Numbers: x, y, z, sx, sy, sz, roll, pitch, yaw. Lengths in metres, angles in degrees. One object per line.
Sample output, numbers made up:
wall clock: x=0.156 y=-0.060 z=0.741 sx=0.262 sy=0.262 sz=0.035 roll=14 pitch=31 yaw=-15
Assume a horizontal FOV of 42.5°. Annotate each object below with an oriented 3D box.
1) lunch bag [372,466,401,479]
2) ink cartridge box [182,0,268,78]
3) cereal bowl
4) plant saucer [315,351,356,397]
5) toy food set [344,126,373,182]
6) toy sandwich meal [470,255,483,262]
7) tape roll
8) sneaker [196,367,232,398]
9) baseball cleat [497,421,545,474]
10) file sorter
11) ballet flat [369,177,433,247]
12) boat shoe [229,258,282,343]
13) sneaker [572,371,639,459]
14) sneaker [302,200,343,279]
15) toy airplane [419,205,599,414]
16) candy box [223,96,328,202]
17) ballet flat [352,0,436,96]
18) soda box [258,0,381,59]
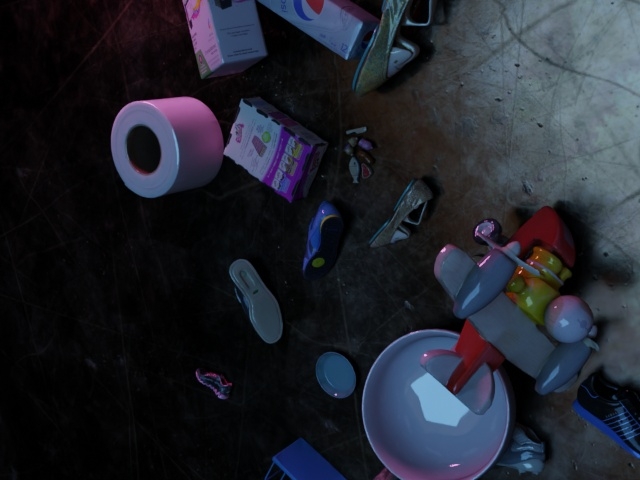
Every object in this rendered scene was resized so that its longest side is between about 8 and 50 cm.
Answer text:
lunch bag: x=0.187 y=0.624 z=1.845 sx=0.212 sy=0.305 sz=0.256 roll=2 pitch=107 yaw=33
ink cartridge box: x=-0.233 y=-0.534 z=1.904 sx=0.201 sy=0.117 sz=0.278 roll=0 pitch=104 yaw=68
cereal bowl: x=0.267 y=0.360 z=1.787 sx=0.339 sy=0.141 sz=0.339 roll=-4 pitch=83 yaw=29
plant saucer: x=0.043 y=0.330 z=2.041 sx=0.119 sy=0.021 sz=0.119 roll=10 pitch=107 yaw=34
toy food set: x=0.089 y=-0.193 z=1.872 sx=0.078 sy=0.019 sz=0.122 roll=-8 pitch=97 yaw=37
toy sandwich meal: x=0.337 y=0.075 z=1.760 sx=0.085 sy=0.029 sz=0.086 roll=1 pitch=91 yaw=37
tape roll: x=-0.393 y=-0.242 z=2.114 sx=0.246 sy=0.169 sz=0.246 roll=9 pitch=107 yaw=33
sneaker: x=-0.292 y=0.385 z=2.287 sx=0.119 sy=0.047 sz=0.057 roll=35 pitch=113 yaw=15
baseball cleat: x=0.395 y=0.445 z=1.801 sx=0.206 sy=0.072 sz=0.109 roll=3 pitch=88 yaw=33
file sorter: x=-0.041 y=0.620 z=2.120 sx=0.170 sy=0.118 sz=0.104 roll=38 pitch=125 yaw=22
ballet flat: x=0.181 y=-0.044 z=1.818 sx=0.067 sy=0.073 sz=0.206 roll=37 pitch=125 yaw=6
boat shoe: x=-0.165 y=0.154 z=2.126 sx=0.233 sy=0.084 sz=0.079 roll=64 pitch=166 yaw=-4
sneaker: x=0.606 y=0.348 z=1.602 sx=0.232 sy=0.081 sz=0.090 roll=32 pitch=126 yaw=27
sneaker: x=0.000 y=0.000 z=1.969 sx=0.082 sy=0.069 sz=0.209 roll=-115 pitch=34 yaw=-46
toy airplane: x=0.367 y=0.152 z=1.533 sx=0.272 sy=0.386 sz=0.384 roll=7 pitch=107 yaw=47
candy box: x=-0.110 y=-0.220 z=1.976 sx=0.233 sy=0.071 sz=0.159 roll=37 pitch=121 yaw=22
ballet flat: x=0.166 y=-0.441 z=1.700 sx=0.123 sy=0.123 sz=0.348 roll=32 pitch=119 yaw=25
soda box: x=-0.004 y=-0.505 z=1.809 sx=0.286 sy=0.098 sz=0.091 roll=39 pitch=121 yaw=22
